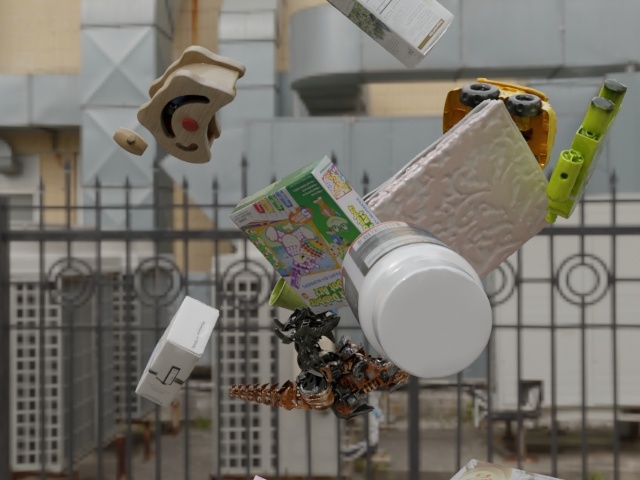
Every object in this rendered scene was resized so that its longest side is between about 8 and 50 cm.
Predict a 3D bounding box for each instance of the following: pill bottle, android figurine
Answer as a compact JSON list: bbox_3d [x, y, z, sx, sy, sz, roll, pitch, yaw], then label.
[{"bbox_3d":[0.121,0.073,1.225,0.161,0.161,0.283,0,10,-6],"label":"pill bottle"},{"bbox_3d":[0.471,-0.151,1.704,0.056,0.272,0.248,27,42,15],"label":"android figurine"}]

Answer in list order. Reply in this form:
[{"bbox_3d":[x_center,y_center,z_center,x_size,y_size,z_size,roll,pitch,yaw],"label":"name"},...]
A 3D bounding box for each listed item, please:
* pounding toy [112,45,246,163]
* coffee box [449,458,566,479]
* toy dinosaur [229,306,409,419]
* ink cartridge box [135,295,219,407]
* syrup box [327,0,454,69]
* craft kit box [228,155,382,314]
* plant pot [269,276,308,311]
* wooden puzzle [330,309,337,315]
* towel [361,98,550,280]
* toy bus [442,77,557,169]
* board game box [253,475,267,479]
[{"bbox_3d":[-0.235,-0.193,1.621,0.154,0.154,0.269,34,-41,-23],"label":"pounding toy"},{"bbox_3d":[0.322,0.474,1.635,0.141,0.098,0.246,-35,17,-29],"label":"coffee box"},{"bbox_3d":[0.002,0.240,1.748,0.322,0.218,0.164,-18,13,-24],"label":"toy dinosaur"},{"bbox_3d":[-0.311,0.242,2.056,0.086,0.203,0.148,27,38,-8],"label":"ink cartridge box"},{"bbox_3d":[0.107,-0.413,1.635,0.237,0.096,0.093,38,-8,-2],"label":"syrup box"},{"bbox_3d":[0.000,0.000,1.604,0.250,0.246,0.061,-24,25,49],"label":"craft kit box"},{"bbox_3d":[-0.065,0.131,2.192,0.079,0.083,0.083,27,-7,-12],"label":"plant pot"},{"bbox_3d":[0.003,0.100,1.995,0.079,0.116,0.014,26,-47,-37],"label":"wooden puzzle"},{"bbox_3d":[0.265,-0.056,1.763,0.332,0.317,0.053,-39,35,-2],"label":"towel"},{"bbox_3d":[0.384,-0.245,1.882,0.220,0.149,0.211,17,33,30],"label":"toy bus"},{"bbox_3d":[-0.042,0.312,1.083,0.090,0.020,0.090,22,-38,5],"label":"board game box"}]
